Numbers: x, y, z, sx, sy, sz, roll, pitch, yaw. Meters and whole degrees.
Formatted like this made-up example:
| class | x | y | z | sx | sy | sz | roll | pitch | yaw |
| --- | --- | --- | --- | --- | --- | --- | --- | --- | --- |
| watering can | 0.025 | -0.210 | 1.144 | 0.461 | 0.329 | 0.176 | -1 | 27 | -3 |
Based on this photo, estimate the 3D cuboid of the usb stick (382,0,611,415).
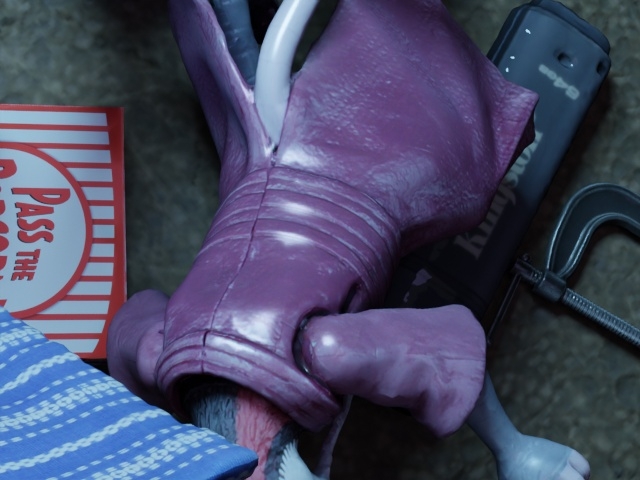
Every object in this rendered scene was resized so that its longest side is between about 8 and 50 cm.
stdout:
| class | x | y | z | sx | sy | sz | roll | pitch | yaw |
| --- | --- | --- | --- | --- | --- | --- | --- | --- | --- |
| usb stick | 0.095 | -0.023 | 0.996 | 0.077 | 0.045 | 0.278 | 31 | 74 | -7 |

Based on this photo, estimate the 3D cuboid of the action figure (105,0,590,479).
| class | x | y | z | sx | sy | sz | roll | pitch | yaw |
| --- | --- | --- | --- | --- | --- | --- | --- | --- | --- |
| action figure | 0.000 | 0.000 | 0.830 | 0.248 | 0.276 | 0.370 | -4 | 45 | 21 |

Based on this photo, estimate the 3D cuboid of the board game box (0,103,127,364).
| class | x | y | z | sx | sy | sz | roll | pitch | yaw |
| --- | --- | --- | --- | --- | --- | --- | --- | --- | --- |
| board game box | -0.207 | -0.003 | 0.911 | 0.193 | 0.045 | 0.147 | 0 | 81 | -15 |

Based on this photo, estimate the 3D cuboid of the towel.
| class | x | y | z | sx | sy | sz | roll | pitch | yaw |
| --- | --- | --- | --- | --- | --- | --- | --- | --- | --- |
| towel | -0.214 | 0.065 | 0.688 | 0.243 | 0.336 | 0.040 | -10 | 110 | -37 |

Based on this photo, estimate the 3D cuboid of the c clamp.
| class | x | y | z | sx | sy | sz | roll | pitch | yaw |
| --- | --- | --- | --- | --- | --- | --- | --- | --- | --- |
| c clamp | 0.192 | 0.037 | 1.028 | 0.160 | 0.022 | 0.137 | 25 | 70 | -8 |
